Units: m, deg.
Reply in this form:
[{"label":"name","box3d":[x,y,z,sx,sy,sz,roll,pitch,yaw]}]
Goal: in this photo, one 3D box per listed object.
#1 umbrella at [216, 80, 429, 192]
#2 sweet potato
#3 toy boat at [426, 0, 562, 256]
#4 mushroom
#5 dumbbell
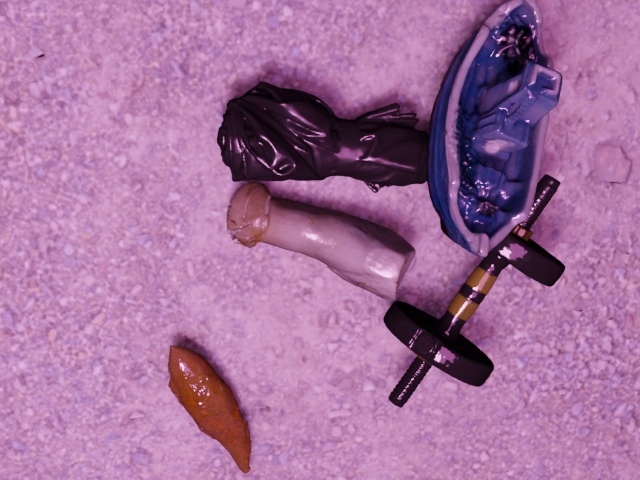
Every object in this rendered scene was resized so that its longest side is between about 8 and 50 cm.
[{"label":"umbrella","box3d":[0.054,-0.101,1.160,0.340,0.118,0.118,7,105,-13]},{"label":"sweet potato","box3d":[-0.132,0.201,1.249,0.068,0.060,0.206,-15,115,35]},{"label":"toy boat","box3d":[0.192,-0.126,1.102,0.129,0.142,0.309,20,72,-21]},{"label":"mushroom","box3d":[0.000,-0.003,1.189,0.223,0.092,0.081,23,125,-4]},{"label":"dumbbell","box3d":[0.178,0.062,1.207,0.143,0.143,0.325,31,100,-16]}]
